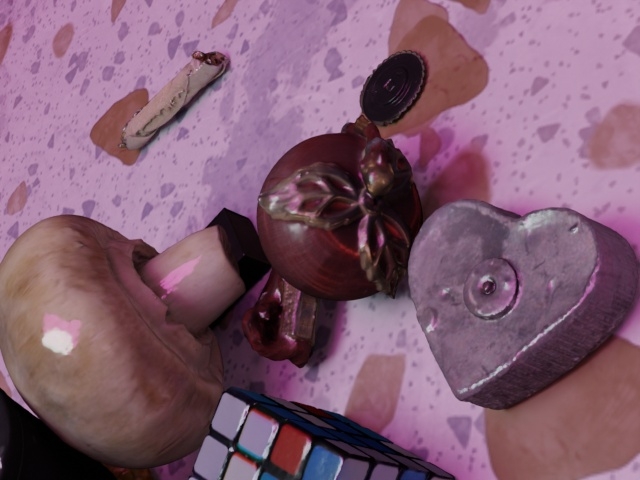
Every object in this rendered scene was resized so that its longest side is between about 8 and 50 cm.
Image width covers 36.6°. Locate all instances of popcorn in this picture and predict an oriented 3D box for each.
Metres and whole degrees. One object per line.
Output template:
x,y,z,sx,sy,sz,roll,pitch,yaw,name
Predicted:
-0.219,0.266,1.043,0.082,0.057,0.083,12,82,48,popcorn

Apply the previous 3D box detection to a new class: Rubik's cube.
-0.010,0.226,0.788,0.151,0.154,0.155,20,88,46,Rubik's cube

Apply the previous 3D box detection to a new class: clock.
0.073,-0.155,0.976,0.083,0.010,0.074,-48,46,18,clock

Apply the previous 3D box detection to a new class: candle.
0.149,0.051,0.774,0.192,0.068,0.169,6,78,49,candle

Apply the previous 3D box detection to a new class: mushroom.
-0.174,0.074,0.915,0.234,0.260,0.254,-41,8,4,mushroom

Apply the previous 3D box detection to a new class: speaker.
-0.149,0.068,1.070,0.218,0.044,0.082,-47,47,19,speaker

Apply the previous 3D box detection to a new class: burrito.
-0.189,-0.175,1.217,0.185,0.041,0.045,-36,48,30,burrito

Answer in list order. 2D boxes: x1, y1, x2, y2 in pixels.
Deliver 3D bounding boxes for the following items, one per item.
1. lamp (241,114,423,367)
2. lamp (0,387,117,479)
0.012,0.002,0.886,0.223,0.151,0.215,106,176,-70,lamp
-0.321,0.241,0.878,0.205,0.272,0.374,-46,31,-14,lamp
